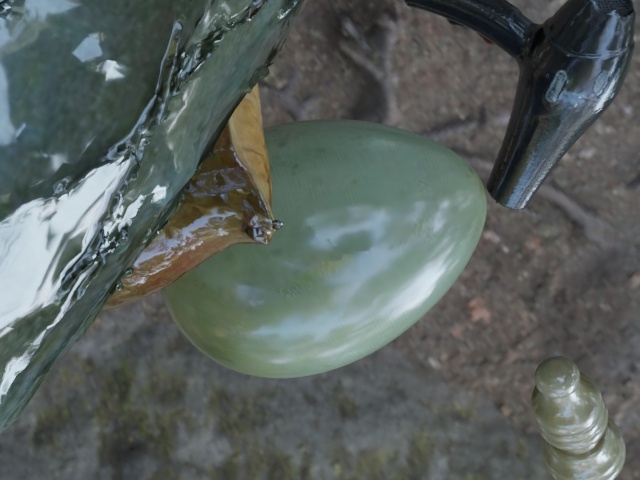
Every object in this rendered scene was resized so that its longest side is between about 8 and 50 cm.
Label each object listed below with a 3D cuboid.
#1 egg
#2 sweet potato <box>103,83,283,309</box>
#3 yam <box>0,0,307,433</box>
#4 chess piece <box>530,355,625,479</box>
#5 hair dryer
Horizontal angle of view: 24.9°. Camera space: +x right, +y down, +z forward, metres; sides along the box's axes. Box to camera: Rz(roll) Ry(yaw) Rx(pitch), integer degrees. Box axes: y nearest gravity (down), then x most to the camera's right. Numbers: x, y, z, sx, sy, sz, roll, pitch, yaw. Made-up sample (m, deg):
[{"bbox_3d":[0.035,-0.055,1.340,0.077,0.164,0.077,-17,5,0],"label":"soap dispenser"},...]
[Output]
[{"bbox_3d":[0.000,0.000,1.250,0.295,0.218,0.218,-20,136,15],"label":"egg"},{"bbox_3d":[-0.182,-0.006,0.941,0.336,0.131,0.131,-20,135,11],"label":"sweet potato"},{"bbox_3d":[-0.161,-0.052,0.520,0.348,0.241,0.241,-49,133,-1],"label":"yam"},{"bbox_3d":[0.103,0.072,0.593,0.035,0.035,0.092,-32,147,-1],"label":"chess piece"},{"bbox_3d":[0.143,-0.176,1.346,0.091,0.271,0.235,-39,159,-50],"label":"hair dryer"}]
